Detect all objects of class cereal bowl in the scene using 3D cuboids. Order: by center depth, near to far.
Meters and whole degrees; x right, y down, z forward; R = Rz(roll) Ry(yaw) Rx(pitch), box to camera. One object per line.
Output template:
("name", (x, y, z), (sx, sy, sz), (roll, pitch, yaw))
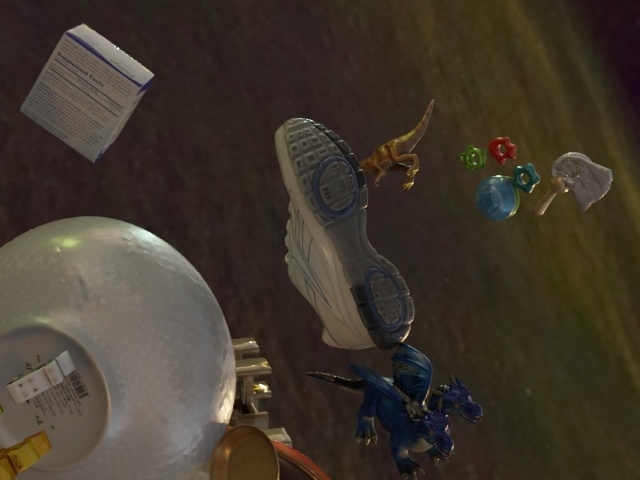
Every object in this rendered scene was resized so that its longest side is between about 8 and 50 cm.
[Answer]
("cereal bowl", (-0.270, 0.150, 1.160), (0.339, 0.339, 0.141), (67, 19, -2))

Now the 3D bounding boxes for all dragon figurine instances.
("dragon figurine", (0.084, 0.174, 1.227), (0.289, 0.085, 0.144), (40, -38, 50))

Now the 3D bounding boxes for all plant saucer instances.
("plant saucer", (-0.064, 0.206, 0.950), (0.015, 0.083, 0.083), (17, 51, -49))

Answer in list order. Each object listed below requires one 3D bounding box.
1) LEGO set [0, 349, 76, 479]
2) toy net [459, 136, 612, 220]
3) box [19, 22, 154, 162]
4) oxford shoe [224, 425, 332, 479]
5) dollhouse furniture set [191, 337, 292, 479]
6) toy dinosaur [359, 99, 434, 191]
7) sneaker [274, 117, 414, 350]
("LEGO set", (-0.306, 0.188, 0.917), (0.087, 0.227, 0.093), (64, -8, -6))
("toy net", (0.313, -0.095, 1.526), (0.045, 0.232, 0.122), (-15, 96, -50))
("box", (-0.317, -0.202, 1.455), (0.126, 0.137, 0.072), (36, 24, -5))
("oxford shoe", (-0.025, 0.307, 1.228), (0.271, 0.098, 0.097), (29, -17, 15))
("dollhouse furniture set", (-0.150, 0.289, 1.555), (0.242, 0.161, 0.212), (-134, -138, -65))
("toy dinosaur", (0.134, -0.153, 1.835), (0.112, 0.211, 0.064), (56, 4, 23))
("sneaker", (0.000, 0.000, 1.276), (0.111, 0.129, 0.297), (-16, 86, -44))
